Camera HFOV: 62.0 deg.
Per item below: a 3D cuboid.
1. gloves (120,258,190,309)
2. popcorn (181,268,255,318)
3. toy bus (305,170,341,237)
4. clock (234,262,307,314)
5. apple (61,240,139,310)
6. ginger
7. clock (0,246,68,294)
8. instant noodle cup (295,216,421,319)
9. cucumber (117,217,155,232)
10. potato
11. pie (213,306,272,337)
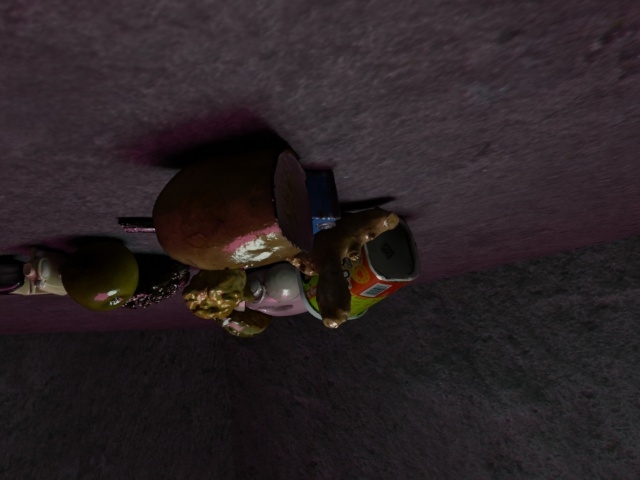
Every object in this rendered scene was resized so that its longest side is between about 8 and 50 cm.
[{"bbox_3d":[-0.529,0.122,1.623,0.210,0.135,0.312,13,-173,-2],"label":"gloves"},{"bbox_3d":[-0.334,0.154,1.765,0.191,0.190,0.253,4,-167,19],"label":"popcorn"},{"bbox_3d":[-0.063,-0.063,1.174,0.133,0.116,0.234,-3,165,-29],"label":"toy bus"},{"bbox_3d":[-0.172,0.194,2.096,0.341,0.184,0.325,-21,158,27],"label":"clock"},{"bbox_3d":[-0.569,0.096,1.394,0.196,0.157,0.196,-31,164,-10],"label":"apple"},{"bbox_3d":[-0.012,0.003,1.357,0.362,0.348,0.122,28,147,22],"label":"ginger"},{"bbox_3d":[-0.807,0.100,1.442,0.378,0.120,0.276,-5,170,-8],"label":"clock"},{"bbox_3d":[0.118,0.075,1.590,0.293,0.294,0.307,2,157,-37],"label":"instant noodle cup"},{"bbox_3d":[-0.411,-0.036,1.265,0.134,0.033,0.034,-2,133,-29],"label":"cucumber"},{"bbox_3d":[-0.166,-0.050,0.956,0.265,0.230,0.229,-8,167,11],"label":"potato"},{"bbox_3d":[-0.353,0.288,2.208,0.288,0.103,0.354,37,-165,34],"label":"pie"}]
